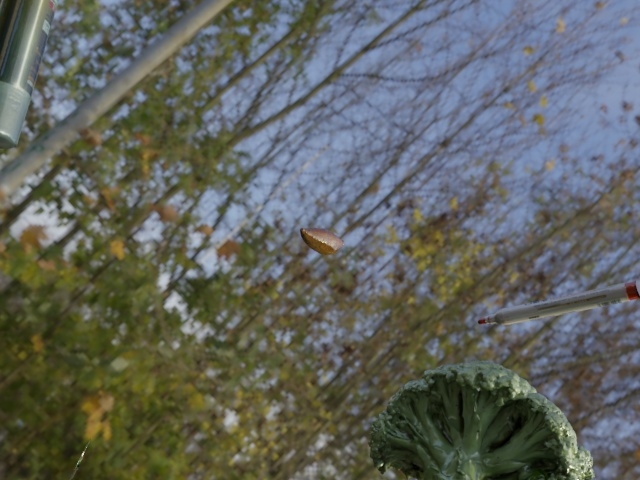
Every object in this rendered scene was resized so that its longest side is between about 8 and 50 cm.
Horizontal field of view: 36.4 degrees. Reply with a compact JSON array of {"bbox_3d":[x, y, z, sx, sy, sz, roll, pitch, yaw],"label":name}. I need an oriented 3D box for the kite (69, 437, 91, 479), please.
[{"bbox_3d":[-0.260,0.245,1.032,0.004,0.122,0.090,26,-57,-6],"label":"kite"}]

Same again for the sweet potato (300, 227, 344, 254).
[{"bbox_3d":[0.000,0.000,1.299,0.034,0.034,0.095,31,7,40],"label":"sweet potato"}]

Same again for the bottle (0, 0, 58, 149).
[{"bbox_3d":[-0.430,-0.271,1.368,0.082,0.286,0.082,9,-16,3],"label":"bottle"}]

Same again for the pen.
[{"bbox_3d":[0.311,0.086,1.283,0.218,0.026,0.026,-14,-53,25],"label":"pen"}]

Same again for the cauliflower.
[{"bbox_3d":[0.214,0.307,1.321,0.272,0.250,0.275,40,-43,-9],"label":"cauliflower"}]
